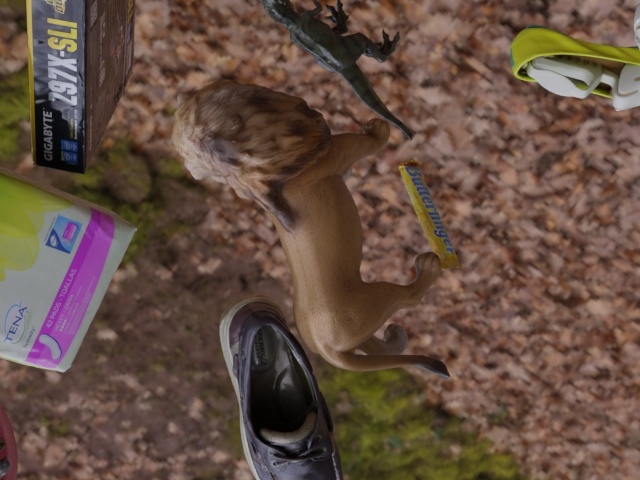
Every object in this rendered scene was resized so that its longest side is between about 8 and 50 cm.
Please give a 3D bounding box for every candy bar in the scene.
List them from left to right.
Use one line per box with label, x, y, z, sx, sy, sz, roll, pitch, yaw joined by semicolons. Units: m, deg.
candy bar;0.144;-0.035;1.455;0.018;0.040;0.161;-31;76;44

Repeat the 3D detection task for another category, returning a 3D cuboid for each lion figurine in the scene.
lion figurine;0.000;0.000;1.172;0.142;0.240;0.392;-30;82;40

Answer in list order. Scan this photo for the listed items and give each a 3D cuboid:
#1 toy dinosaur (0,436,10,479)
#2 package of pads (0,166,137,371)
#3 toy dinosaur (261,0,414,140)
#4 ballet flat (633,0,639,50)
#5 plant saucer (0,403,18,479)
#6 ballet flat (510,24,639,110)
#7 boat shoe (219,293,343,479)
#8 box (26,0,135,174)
toy dinosaur;-0.375;0.342;1.036;0.164;0.322;0.218;0;-154;-40
package of pads;-0.413;0.028;1.388;0.296;0.229;0.101;25;-178;-38
toy dinosaur;0.031;-0.240;1.352;0.268;0.118;0.064;43;135;-7
ballet flat;0.288;-0.191;0.852;0.086;0.086;0.248;33;152;18
plant saucer;-0.626;0.317;1.670;0.332;0.332;0.084;42;121;-16
ballet flat;0.334;-0.193;1.289;0.231;0.077;0.077;15;141;8
boat shoe;-0.038;0.200;1.191;0.092;0.102;0.285;-134;29;-75
box;-0.302;-0.287;1.410;0.079;0.257;0.322;10;132;-1
